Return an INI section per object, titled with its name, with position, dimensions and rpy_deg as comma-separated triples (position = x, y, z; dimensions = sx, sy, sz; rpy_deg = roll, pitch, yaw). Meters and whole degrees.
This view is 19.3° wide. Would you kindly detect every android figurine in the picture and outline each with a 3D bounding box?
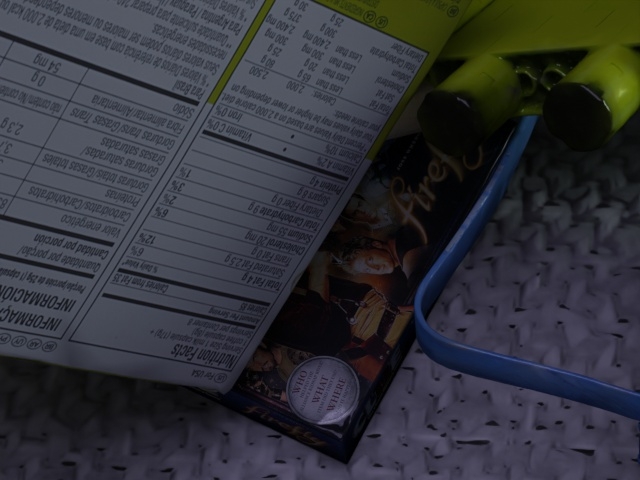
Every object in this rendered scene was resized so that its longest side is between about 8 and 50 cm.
[android figurine]
position = 0.175, -0.133, 1.108
dimensions = 0.248, 0.056, 0.273
rpy_deg = 1, 31, 41

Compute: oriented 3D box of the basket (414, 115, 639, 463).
[basket]
position = 0.226, 0.007, 1.066
dimensions = 0.289, 0.201, 0.255
rpy_deg = 15, 53, 21

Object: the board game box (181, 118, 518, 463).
[board game box]
position = 0.000, 0.000, 1.190
dimensions = 0.165, 0.042, 0.243
rpy_deg = 23, 67, 17

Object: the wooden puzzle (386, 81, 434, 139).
[wooden puzzle]
position = 0.017, -0.155, 1.238
dimensions = 0.221, 0.044, 0.239
rpy_deg = -15, 53, -20

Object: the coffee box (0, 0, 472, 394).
[coffee box]
position = -0.174, -0.154, 1.033
dimensions = 0.337, 0.338, 0.334
rpy_deg = 40, 105, 36
